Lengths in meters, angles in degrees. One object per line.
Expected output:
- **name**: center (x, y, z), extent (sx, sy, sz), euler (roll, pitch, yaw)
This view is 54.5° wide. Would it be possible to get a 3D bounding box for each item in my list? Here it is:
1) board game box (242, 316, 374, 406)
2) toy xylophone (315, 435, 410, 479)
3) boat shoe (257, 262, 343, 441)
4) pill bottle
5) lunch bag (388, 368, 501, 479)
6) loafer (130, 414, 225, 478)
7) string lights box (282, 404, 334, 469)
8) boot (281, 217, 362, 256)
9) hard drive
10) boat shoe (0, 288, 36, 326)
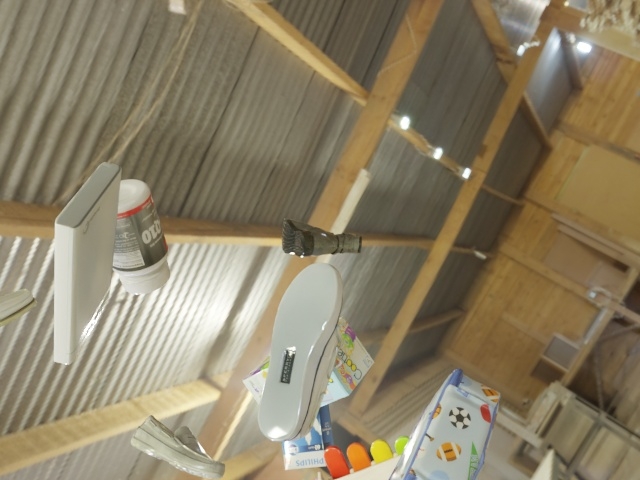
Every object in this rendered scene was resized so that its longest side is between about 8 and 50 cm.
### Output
- **board game box**: center (-0.032, 0.322, 1.522), extent (0.275, 0.144, 0.142), euler (-32, 3, 38)
- **toy xylophone**: center (0.151, 0.521, 1.276), extent (0.081, 0.322, 0.236), euler (-34, -73, -77)
- **boat shoe**: center (-0.013, 0.236, 1.299), extent (0.156, 0.135, 0.367), euler (35, -116, -58)
- **pill bottle**: center (-0.505, -0.006, 1.677), extent (0.161, 0.161, 0.283), euler (-41, -44, -38)
- **lunch bag**: center (0.188, 0.385, 1.055), extent (0.303, 0.114, 0.243), euler (-51, -14, -33)
- **loafer**: center (-0.400, 0.587, 1.773), extent (0.112, 0.319, 0.112), euler (-64, -28, -24)
- **string lights box**: center (-0.044, 0.515, 1.790), extent (0.076, 0.133, 0.260), euler (24, -125, -63)
- **boot**: center (0.000, 0.000, 1.537), extent (0.161, 0.246, 0.084), euler (1, -79, -19)
- **hard drive**: center (-0.474, 0.048, 1.263), extent (0.233, 0.047, 0.353), euler (-81, 7, -55)
- **boat shoe**: center (-0.784, 0.162, 1.368), extent (0.302, 0.113, 0.103), euler (-28, -74, -45)
